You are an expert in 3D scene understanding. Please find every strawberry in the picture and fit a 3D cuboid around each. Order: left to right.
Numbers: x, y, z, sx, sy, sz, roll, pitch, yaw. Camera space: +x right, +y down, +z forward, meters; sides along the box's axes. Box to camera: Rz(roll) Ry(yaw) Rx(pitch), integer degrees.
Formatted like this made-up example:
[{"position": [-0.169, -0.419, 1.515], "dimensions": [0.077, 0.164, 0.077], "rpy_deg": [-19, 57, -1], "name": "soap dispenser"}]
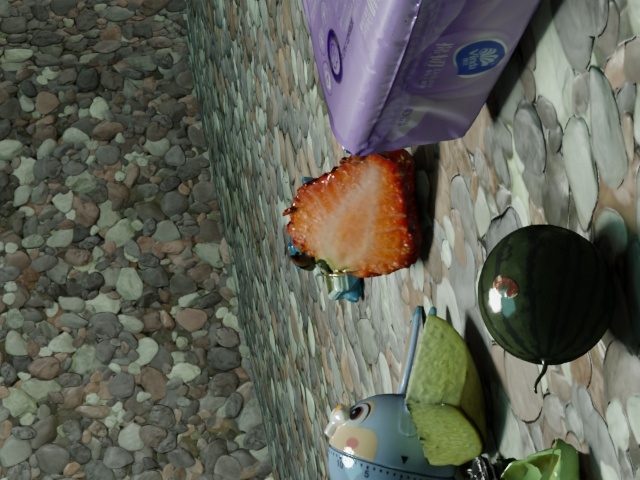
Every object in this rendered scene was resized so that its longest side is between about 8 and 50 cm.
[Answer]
[{"position": [0.060, -0.046, 1.347], "dimensions": [0.236, 0.175, 0.106], "rpy_deg": [-33, 25, 43], "name": "strawberry"}]

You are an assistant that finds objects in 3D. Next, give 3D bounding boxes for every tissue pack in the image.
[{"position": [0.085, -0.256, 0.937], "dimensions": [0.338, 0.160, 0.242], "rpy_deg": [110, 148, -67], "name": "tissue pack"}]

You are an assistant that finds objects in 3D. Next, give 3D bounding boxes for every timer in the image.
[{"position": [0.079, 0.216, 1.332], "dimensions": [0.175, 0.175, 0.255], "rpy_deg": [169, 92, -79], "name": "timer"}]

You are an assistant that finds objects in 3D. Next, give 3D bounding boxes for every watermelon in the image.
[{"position": [0.173, 0.054, 0.844], "dimensions": [0.105, 0.105, 0.133], "rpy_deg": [114, 164, -70], "name": "watermelon"}]

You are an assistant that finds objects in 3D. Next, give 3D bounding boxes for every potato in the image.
[{"position": [0.154, 0.169, 1.216], "dimensions": [0.149, 0.081, 0.120], "rpy_deg": [69, -147, -48], "name": "potato"}]

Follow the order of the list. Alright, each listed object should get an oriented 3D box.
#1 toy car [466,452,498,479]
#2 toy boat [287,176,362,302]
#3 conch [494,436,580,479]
[{"position": [0.180, 0.259, 1.194], "dimensions": [0.093, 0.025, 0.041], "rpy_deg": [96, 161, -64], "name": "toy car"}, {"position": [0.000, 0.000, 1.743], "dimensions": [0.088, 0.102, 0.215], "rpy_deg": [123, 138, -71], "name": "toy boat"}, {"position": [0.172, 0.309, 0.976], "dimensions": [0.143, 0.137, 0.250], "rpy_deg": [127, 134, -76], "name": "conch"}]
